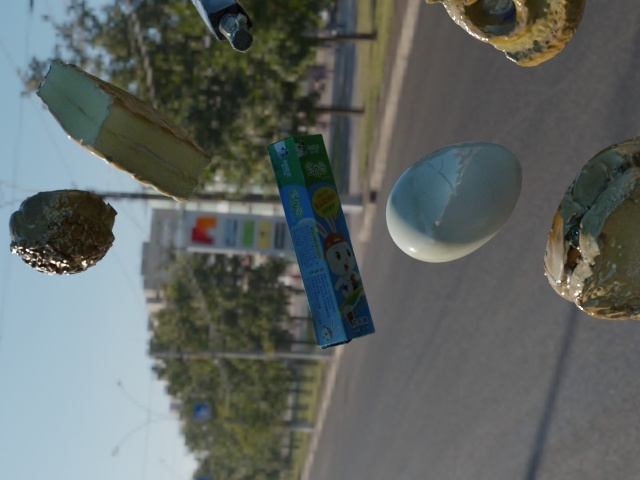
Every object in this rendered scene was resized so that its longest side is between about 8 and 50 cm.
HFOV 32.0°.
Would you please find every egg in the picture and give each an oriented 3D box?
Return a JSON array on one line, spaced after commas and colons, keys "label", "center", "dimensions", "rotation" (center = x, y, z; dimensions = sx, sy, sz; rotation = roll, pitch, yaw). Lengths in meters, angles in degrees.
[{"label": "egg", "center": [0.189, -0.058, 1.571], "dimensions": [0.151, 0.209, 0.151], "rotation": [53, 178, 3]}]

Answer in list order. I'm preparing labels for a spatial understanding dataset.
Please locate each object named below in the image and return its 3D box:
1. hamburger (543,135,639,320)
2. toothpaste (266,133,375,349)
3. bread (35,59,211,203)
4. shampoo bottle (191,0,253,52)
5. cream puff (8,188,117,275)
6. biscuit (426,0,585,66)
[{"label": "hamburger", "center": [0.404, -0.024, 1.391], "dimensions": [0.286, 0.243, 0.146], "rotation": [-46, 43, 14]}, {"label": "toothpaste", "center": [0.000, 0.000, 1.409], "dimensions": [0.065, 0.050, 0.267], "rotation": [-10, -96, -48]}, {"label": "bread", "center": [-0.343, -0.196, 1.917], "dimensions": [0.111, 0.239, 0.246], "rotation": [-55, 45, 5]}, {"label": "shampoo bottle", "center": [-0.140, -0.329, 1.590], "dimensions": [0.208, 0.057, 0.063], "rotation": [57, 172, 49]}, {"label": "cream puff", "center": [-0.332, -0.006, 1.433], "dimensions": [0.144, 0.126, 0.103], "rotation": [-13, 69, 43]}, {"label": "biscuit", "center": [0.307, -0.413, 1.813], "dimensions": [0.213, 0.274, 0.091], "rotation": [-55, 8, 41]}]
